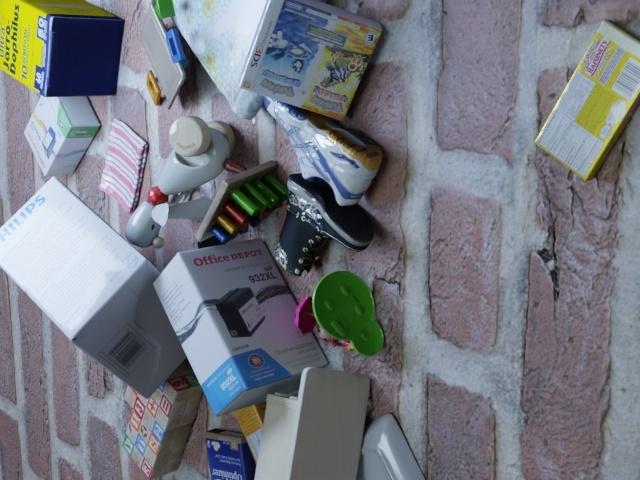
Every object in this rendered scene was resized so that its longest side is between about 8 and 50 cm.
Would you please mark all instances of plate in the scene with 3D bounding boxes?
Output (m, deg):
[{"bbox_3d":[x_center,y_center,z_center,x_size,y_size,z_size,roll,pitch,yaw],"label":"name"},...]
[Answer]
[{"bbox_3d":[0.102,0.505,1.709,0.277,0.045,0.278,-43,66,43],"label":"plate"}]

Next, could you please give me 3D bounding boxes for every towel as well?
[{"bbox_3d":[-0.486,-0.183,2.203,0.144,0.029,0.197,37,122,35],"label":"towel"},{"bbox_3d":[-0.159,-0.481,1.768,0.374,0.090,0.320,57,135,23],"label":"towel"}]

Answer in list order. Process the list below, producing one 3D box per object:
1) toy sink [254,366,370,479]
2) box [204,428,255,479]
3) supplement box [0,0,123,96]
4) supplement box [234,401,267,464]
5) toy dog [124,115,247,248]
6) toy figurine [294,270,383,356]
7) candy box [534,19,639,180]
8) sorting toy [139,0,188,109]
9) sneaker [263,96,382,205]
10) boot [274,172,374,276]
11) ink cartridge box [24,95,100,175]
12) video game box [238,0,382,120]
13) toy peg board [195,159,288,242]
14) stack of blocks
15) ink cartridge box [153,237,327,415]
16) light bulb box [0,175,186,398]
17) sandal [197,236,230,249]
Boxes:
[{"bbox_3d":[-0.018,0.357,1.699,0.131,0.152,0.234,-1,79,56],"label":"toy sink"},{"bbox_3d":[-0.197,0.547,2.036,0.136,0.036,0.225,-5,95,47],"label":"box"},{"bbox_3d":[-0.672,-0.500,2.216,0.356,0.195,0.194,31,119,39],"label":"supplement box"},{"bbox_3d":[-0.121,0.381,1.895,0.080,0.078,0.234,-36,72,40],"label":"supplement box"},{"bbox_3d":[-0.267,-0.106,1.872,0.161,0.220,0.334,40,129,14],"label":"toy dog"},{"bbox_3d":[0.021,0.153,1.703,0.173,0.130,0.159,53,150,-7],"label":"toy figurine"},{"bbox_3d":[0.396,-0.198,1.280,0.105,0.027,0.206,47,128,33],"label":"candy box"},{"bbox_3d":[-0.332,-0.403,1.939,0.196,0.047,0.347,69,159,4],"label":"sorting toy"},{"bbox_3d":[-0.020,-0.177,1.658,0.296,0.111,0.131,44,127,33],"label":"sneaker"},{"bbox_3d":[0.001,-0.001,1.692,0.236,0.085,0.179,43,128,39],"label":"boot"},{"bbox_3d":[-0.676,-0.291,2.335,0.212,0.093,0.154,-47,65,42],"label":"ink cartridge box"},{"bbox_3d":[-0.021,-0.325,1.576,0.048,0.205,0.187,-93,23,-53],"label":"video game box"},{"bbox_3d":[-0.146,-0.059,1.788,0.079,0.161,0.161,42,127,15],"label":"toy peg board"},{"bbox_3d":[-0.394,0.411,2.177,0.171,0.087,0.297,41,125,33],"label":"stack of blocks"},{"bbox_3d":[-0.161,0.164,1.788,0.129,0.223,0.307,-46,65,40],"label":"ink cartridge box"},{"bbox_3d":[-0.484,0.107,1.978,0.361,0.225,0.358,36,166,32],"label":"light bulb box"},{"bbox_3d":[-0.209,-0.046,1.920,0.179,0.067,0.040,-54,49,31],"label":"sandal"}]
